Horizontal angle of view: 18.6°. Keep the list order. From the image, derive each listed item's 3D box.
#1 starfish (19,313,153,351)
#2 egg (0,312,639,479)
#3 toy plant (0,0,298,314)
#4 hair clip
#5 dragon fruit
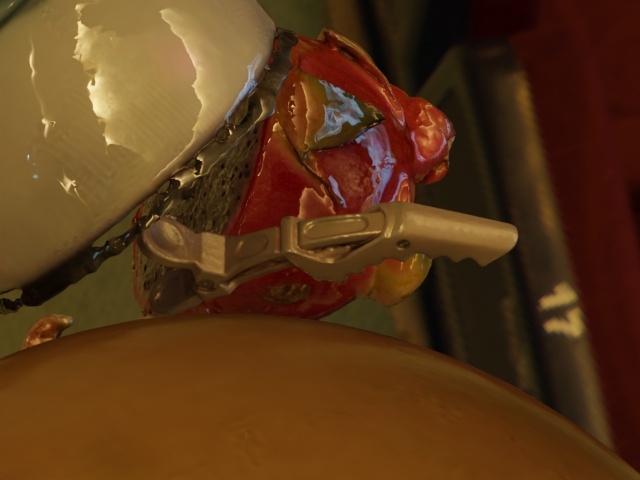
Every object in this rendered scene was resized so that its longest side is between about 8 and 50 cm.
[{"bbox_3d":[-0.040,0.108,0.905,0.238,0.071,0.216,14,20,-4],"label":"starfish"},{"bbox_3d":[-0.004,0.188,0.510,0.301,0.301,0.374,-56,128,-28],"label":"egg"},{"bbox_3d":[-0.202,-0.150,1.032,0.332,0.247,0.247,47,61,-18],"label":"toy plant"},{"bbox_3d":[0.000,0.000,1.137,0.226,0.072,0.034,-9,50,10],"label":"hair clip"},{"bbox_3d":[-0.014,-0.037,1.708,0.226,0.305,0.305,18,64,-26],"label":"dragon fruit"}]
